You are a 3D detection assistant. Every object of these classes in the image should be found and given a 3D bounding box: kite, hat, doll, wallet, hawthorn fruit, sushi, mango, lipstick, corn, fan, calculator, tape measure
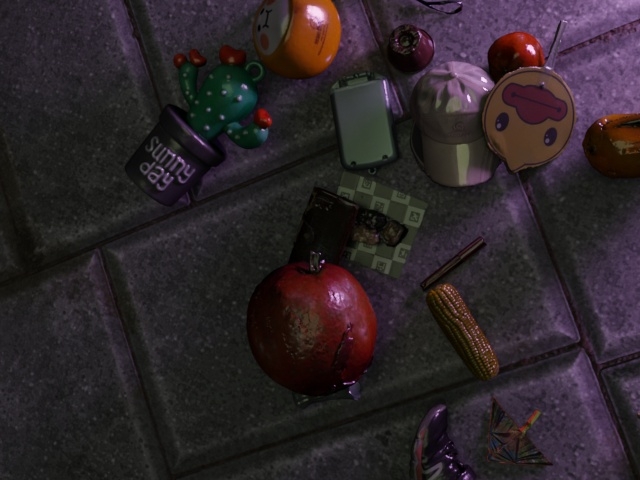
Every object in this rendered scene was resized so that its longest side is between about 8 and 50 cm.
[{"bbox_3d":[0.422,0.427,1.823,0.159,0.010,0.190,-41,80,9],"label":"kite"},{"bbox_3d":[0.293,-0.251,1.818,0.232,0.161,0.275,-2,90,20],"label":"hat"},{"bbox_3d":[-0.069,-0.476,1.924,0.236,0.213,0.213,18,93,54],"label":"doll"},{"bbox_3d":[0.000,0.000,1.914,0.122,0.031,0.232,24,113,13],"label":"wallet"},{"bbox_3d":[0.426,-0.393,1.802,0.140,0.125,0.125,-42,78,4],"label":"hawthorn fruit"},{"bbox_3d":[0.111,-0.039,1.910,0.215,0.050,0.192,22,94,15],"label":"sushi"},{"bbox_3d":[-0.026,0.189,1.824,0.316,0.316,0.316,-1,87,16],"label":"hawthorn fruit"},{"bbox_3d":[0.666,-0.207,1.718,0.248,0.151,0.156,-17,42,7],"label":"mango"},{"bbox_3d":[0.293,0.053,1.870,0.176,0.027,0.027,-39,78,13],"label":"lipstick"},{"bbox_3d":[0.311,0.200,1.834,0.080,0.080,0.231,-33,84,12],"label":"corn"},{"bbox_3d":[0.455,-0.299,1.768,0.229,0.011,0.335,12,102,-21],"label":"fan"},{"bbox_3d":[0.100,-0.270,1.925,0.141,0.045,0.246,-11,85,15],"label":"calculator"},{"bbox_3d":[0.247,-0.591,1.906,0.180,0.104,0.107,36,72,-18],"label":"tape measure"}]

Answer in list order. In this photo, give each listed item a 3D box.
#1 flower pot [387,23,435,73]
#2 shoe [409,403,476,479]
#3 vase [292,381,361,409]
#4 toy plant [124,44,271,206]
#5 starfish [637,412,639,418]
[{"bbox_3d":[0.196,-0.437,1.883,0.111,0.089,0.111,-1,87,15],"label":"flower pot"},{"bbox_3d":[0.267,0.502,1.808,0.137,0.114,0.291,1,90,21],"label":"shoe"},{"bbox_3d":[0.010,0.340,1.911,0.148,0.081,0.081,-16,83,18],"label":"vase"},{"bbox_3d":[-0.269,-0.263,1.952,0.400,0.185,0.279,-47,55,8],"label":"toy plant"},{"bbox_3d":[0.763,0.387,1.716,0.176,0.053,0.208,-36,85,1],"label":"starfish"}]
